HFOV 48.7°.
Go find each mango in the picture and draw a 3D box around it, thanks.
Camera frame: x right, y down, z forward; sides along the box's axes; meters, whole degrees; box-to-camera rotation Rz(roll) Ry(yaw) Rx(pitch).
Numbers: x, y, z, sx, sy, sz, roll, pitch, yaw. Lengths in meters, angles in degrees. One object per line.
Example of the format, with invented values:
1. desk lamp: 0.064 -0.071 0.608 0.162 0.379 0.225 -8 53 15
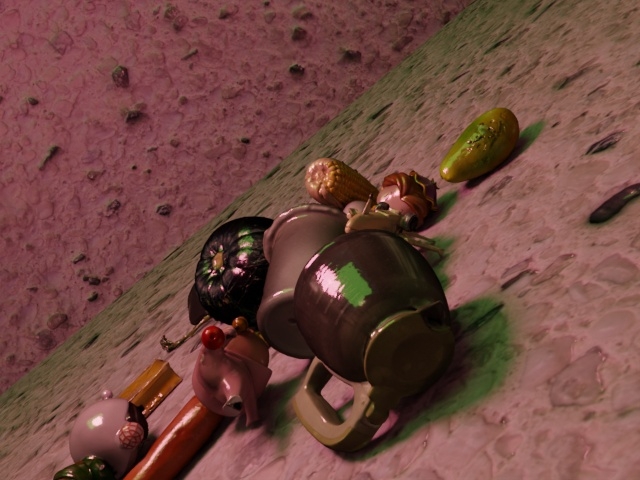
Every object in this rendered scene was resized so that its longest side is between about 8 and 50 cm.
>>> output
1. mango: 0.371 -0.213 1.639 0.233 0.111 0.125 -44 12 -12

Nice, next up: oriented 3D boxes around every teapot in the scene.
1. teapot: 0.064 0.152 1.101 0.321 0.240 0.239 -34 28 -2

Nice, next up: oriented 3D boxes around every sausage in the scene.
1. sausage: -0.299 0.427 1.432 0.300 0.083 0.089 -49 19 -25

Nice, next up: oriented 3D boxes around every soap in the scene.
1. soap: -0.488 0.424 1.889 0.233 0.076 0.135 -48 16 -25

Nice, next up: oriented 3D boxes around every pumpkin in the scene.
1. pumpkin: -0.174 0.083 1.838 0.315 0.238 0.315 -35 39 34

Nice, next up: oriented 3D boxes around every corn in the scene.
1. corn: 0.070 -0.115 1.788 0.122 0.305 0.123 -48 54 8

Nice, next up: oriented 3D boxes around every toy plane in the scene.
1. toy plane: 0.130 -0.027 1.448 0.241 0.256 0.104 28 94 34

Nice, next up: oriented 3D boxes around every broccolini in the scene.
1. broccolini: -0.416 0.294 2.185 0.194 0.054 0.052 -28 46 12

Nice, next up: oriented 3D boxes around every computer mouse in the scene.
1. computer mouse: -0.366 0.164 2.312 0.168 0.087 0.295 -37 16 7

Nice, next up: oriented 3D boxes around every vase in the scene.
1. vase: -0.019 0.098 1.494 0.245 0.245 0.291 -32 26 25

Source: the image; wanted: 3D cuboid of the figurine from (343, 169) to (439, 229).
1. figurine: 0.159 -0.067 1.666 0.263 0.142 0.189 -33 -7 19

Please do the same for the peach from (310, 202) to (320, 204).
1. peach: 0.004 0.000 1.716 0.068 0.189 0.279 0 -12 16

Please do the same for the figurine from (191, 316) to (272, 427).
1. figurine: -0.163 0.247 1.358 0.186 0.176 0.287 -59 -8 -12

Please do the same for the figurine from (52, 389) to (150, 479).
1. figurine: -0.497 0.491 1.566 0.281 0.167 0.370 -47 15 31

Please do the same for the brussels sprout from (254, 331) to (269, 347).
1. brussels sprout: -0.149 0.252 1.662 0.050 0.046 0.083 -27 29 26

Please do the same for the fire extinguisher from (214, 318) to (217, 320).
1. fire extinguisher: -0.264 0.104 2.137 0.113 0.200 0.376 -11 19 17
